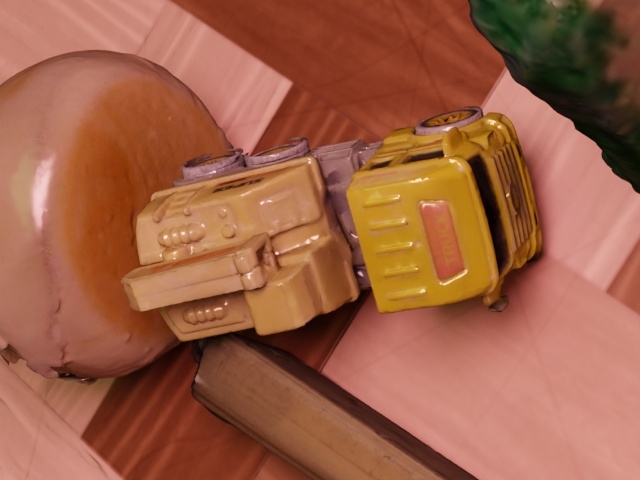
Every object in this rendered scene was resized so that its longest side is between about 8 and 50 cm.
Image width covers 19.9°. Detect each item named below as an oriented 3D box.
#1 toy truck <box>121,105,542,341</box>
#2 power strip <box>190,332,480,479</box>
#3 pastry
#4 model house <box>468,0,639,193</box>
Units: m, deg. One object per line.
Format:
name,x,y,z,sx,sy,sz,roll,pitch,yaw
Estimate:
toy truck,0.000,0.000,1.236,0.272,0.157,0.124,-9,107,23
power strip,0.034,0.157,1.251,0.388,0.092,0.066,32,93,38
pastry,-0.168,-0.017,1.358,0.133,0.265,0.264,-5,74,33
model house,0.176,-0.257,1.086,0.334,0.382,0.342,-50,59,11
